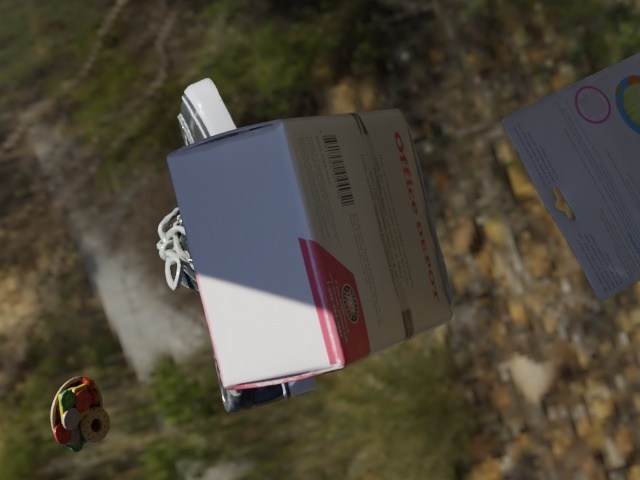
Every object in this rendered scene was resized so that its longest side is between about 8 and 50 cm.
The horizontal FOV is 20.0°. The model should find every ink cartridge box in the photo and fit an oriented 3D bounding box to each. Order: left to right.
[{"bbox_3d":[0.000,0.000,1.200,0.218,0.092,0.159,-14,-90,-65],"label":"ink cartridge box"}]

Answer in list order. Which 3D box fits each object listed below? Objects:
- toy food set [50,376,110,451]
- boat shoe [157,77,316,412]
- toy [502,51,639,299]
[{"bbox_3d":[-0.271,0.195,2.040,0.082,0.020,0.083,-23,-66,-49],"label":"toy food set"},{"bbox_3d":[-0.092,0.010,1.641,0.113,0.105,0.306,-122,16,-67],"label":"boat shoe"},{"bbox_3d":[0.235,-0.060,1.261,0.137,0.237,0.056,61,154,5],"label":"toy"}]
